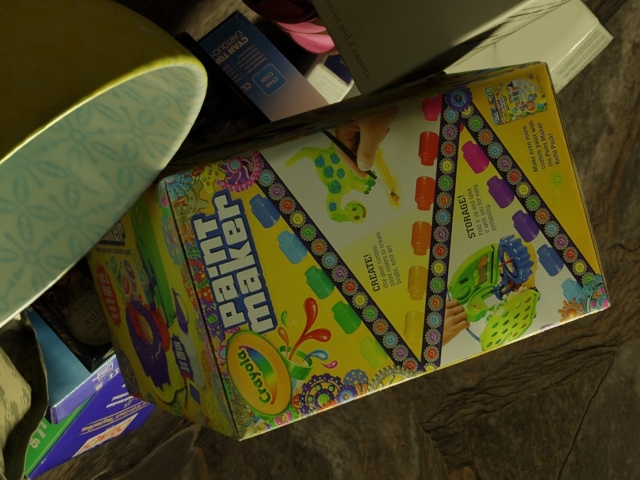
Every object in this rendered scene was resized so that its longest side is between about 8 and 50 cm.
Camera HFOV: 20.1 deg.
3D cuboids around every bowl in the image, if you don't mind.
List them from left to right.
[{"bbox_3d":[-0.220,-0.052,0.999,0.289,0.156,0.289,-42,173,-6],"label":"bowl"}]

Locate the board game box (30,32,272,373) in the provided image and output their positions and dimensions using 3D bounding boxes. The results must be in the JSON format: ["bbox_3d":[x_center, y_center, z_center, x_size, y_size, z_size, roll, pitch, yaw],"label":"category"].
[{"bbox_3d":[-0.145,-0.034,1.444,0.243,0.165,0.042,-41,172,-20],"label":"board game box"}]

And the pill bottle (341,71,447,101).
[{"bbox_3d":[0.080,-0.075,1.919,0.229,0.229,0.408,-44,180,10],"label":"pill bottle"}]

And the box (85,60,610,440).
[{"bbox_3d":[0.000,0.000,1.285,0.279,0.177,0.290,-18,-173,-18],"label":"box"}]

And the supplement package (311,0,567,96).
[{"bbox_3d":[0.123,-0.255,1.231,0.263,0.199,0.198,-28,180,27],"label":"supplement package"}]

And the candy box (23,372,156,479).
[{"bbox_3d":[-0.195,0.076,1.871,0.317,0.122,0.268,-52,169,18],"label":"candy box"}]

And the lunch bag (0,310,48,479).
[{"bbox_3d":[-0.326,0.129,1.260,0.235,0.169,0.287,-30,-169,4],"label":"lunch bag"}]

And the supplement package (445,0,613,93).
[{"bbox_3d":[0.180,-0.234,1.864,0.149,0.194,0.203,-44,173,11],"label":"supplement package"}]

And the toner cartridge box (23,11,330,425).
[{"bbox_3d":[-0.144,-0.022,1.512,0.348,0.165,0.075,-41,172,-16],"label":"toner cartridge box"}]

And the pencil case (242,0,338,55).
[{"bbox_3d":[-0.007,-0.203,1.465,0.095,0.098,0.209,-44,171,8],"label":"pencil case"}]

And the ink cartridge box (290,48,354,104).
[{"bbox_3d":[-0.031,-0.125,1.724,0.224,0.045,0.223,-46,-170,30],"label":"ink cartridge box"}]
